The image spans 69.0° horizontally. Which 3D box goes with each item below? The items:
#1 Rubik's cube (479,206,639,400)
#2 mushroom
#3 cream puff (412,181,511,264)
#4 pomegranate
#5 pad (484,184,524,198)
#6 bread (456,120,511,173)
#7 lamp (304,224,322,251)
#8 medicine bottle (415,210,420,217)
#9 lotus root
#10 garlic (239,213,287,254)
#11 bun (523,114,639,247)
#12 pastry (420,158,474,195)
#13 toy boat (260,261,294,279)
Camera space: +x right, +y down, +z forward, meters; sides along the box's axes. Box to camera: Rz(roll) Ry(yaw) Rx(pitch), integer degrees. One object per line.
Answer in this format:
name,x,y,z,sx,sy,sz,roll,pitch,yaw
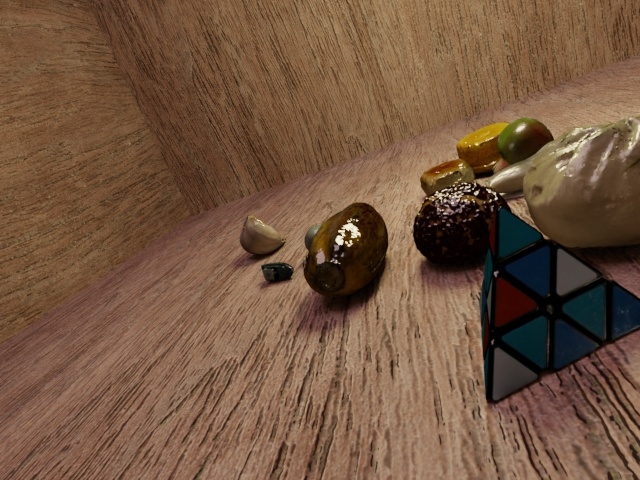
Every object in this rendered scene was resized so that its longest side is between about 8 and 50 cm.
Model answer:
Rubik's cube,0.298,0.077,0.770,0.284,0.250,0.234,-29,-3,-6
mushroom,0.645,-0.219,1.371,0.352,0.097,0.109,-25,26,-6
cream puff,0.331,-0.047,1.107,0.239,0.164,0.239,-22,13,5
pomegranate,0.645,-0.292,1.512,0.210,0.180,0.180,-45,5,26
pad,0.582,-0.167,1.459,0.157,0.004,0.232,-13,18,33
bread,0.621,-0.335,1.711,0.269,0.145,0.268,-25,15,7
lamp,0.000,0.000,1.525,0.105,0.105,0.105,-21,16,6
medicine bottle,0.321,-0.062,1.390,0.047,0.047,0.083,-25,15,-8
lotus root,0.073,0.013,1.231,0.196,0.179,0.397,-13,19,25
garlic,-0.238,-0.007,1.835,0.142,0.178,0.229,-57,3,-8
bun,0.581,-0.127,0.923,0.362,0.234,0.326,-17,10,-5
pastry,0.450,-0.218,1.643,0.182,0.093,0.192,-25,17,4
toy boat,-0.132,0.097,1.467,0.141,0.055,0.060,-7,14,44
